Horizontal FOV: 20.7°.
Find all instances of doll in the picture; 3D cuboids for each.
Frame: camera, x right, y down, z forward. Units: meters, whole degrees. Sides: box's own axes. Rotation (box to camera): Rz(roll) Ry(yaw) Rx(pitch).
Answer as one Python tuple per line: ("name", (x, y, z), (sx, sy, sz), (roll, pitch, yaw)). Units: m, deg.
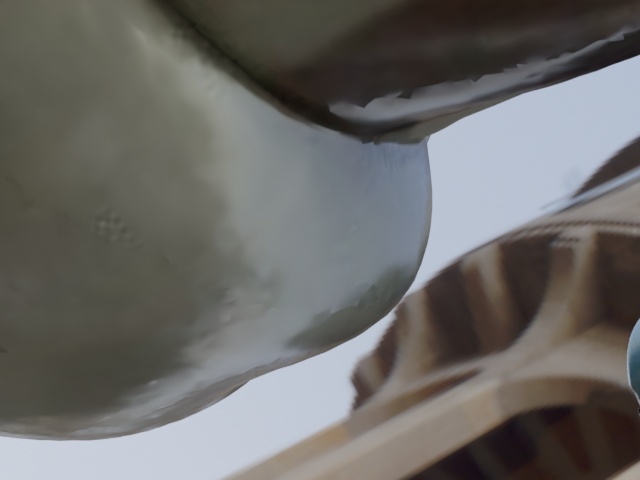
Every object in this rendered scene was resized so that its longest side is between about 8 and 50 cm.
("doll", (0.002, -0.092, 0.443), (0.370, 0.226, 0.215), (-42, -141, 20))

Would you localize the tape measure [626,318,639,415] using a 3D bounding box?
("tape measure", (0.243, 0.084, 1.027), (0.081, 0.146, 0.125), (-40, -124, 42))
